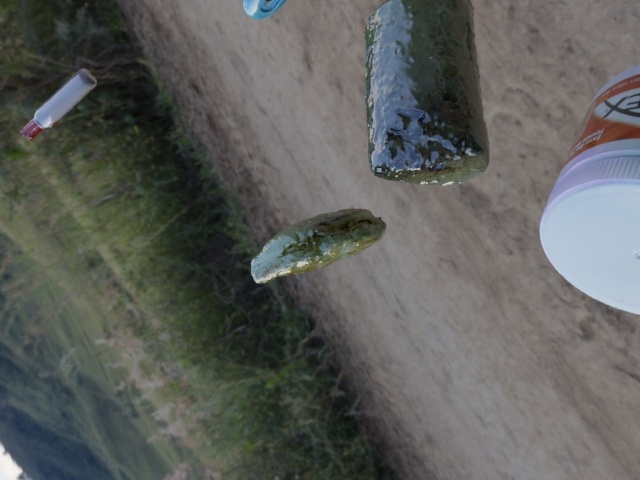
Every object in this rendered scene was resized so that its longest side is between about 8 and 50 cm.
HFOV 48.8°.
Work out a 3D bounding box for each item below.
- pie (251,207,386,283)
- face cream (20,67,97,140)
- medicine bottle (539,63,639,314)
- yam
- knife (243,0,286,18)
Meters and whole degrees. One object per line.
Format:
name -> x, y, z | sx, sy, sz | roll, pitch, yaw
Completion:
pie -> 0.000, 0.000, 1.200 | 0.201, 0.248, 0.090 | -23, 88, 44
face cream -> -0.244, -0.126, 0.657 | 0.021, 0.083, 0.040 | 47, -177, -22
medicine bottle -> 0.440, -0.067, 0.905 | 0.252, 0.241, 0.253 | 23, 149, 15
yam -> 0.162, -0.232, 1.119 | 0.195, 0.195, 0.300 | 129, 141, -69
knife -> -0.002, -0.278, 0.625 | 0.222, 0.064, 0.031 | -43, 69, 39
